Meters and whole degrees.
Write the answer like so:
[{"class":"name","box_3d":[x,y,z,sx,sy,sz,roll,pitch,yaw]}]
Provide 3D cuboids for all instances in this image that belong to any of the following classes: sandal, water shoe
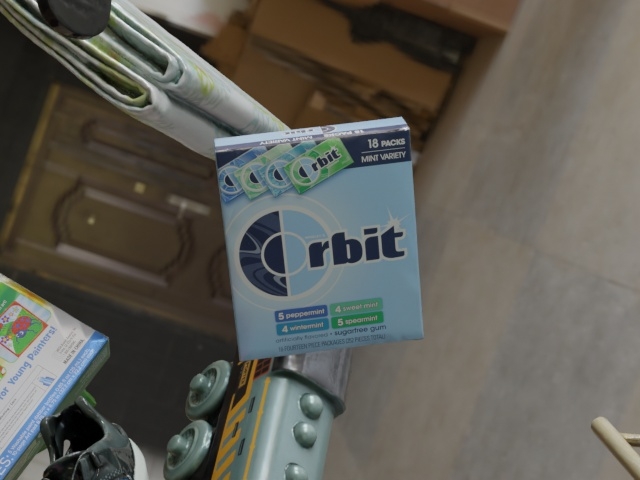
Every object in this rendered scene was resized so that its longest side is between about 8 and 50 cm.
[{"class":"sandal","box_3d":[-0.139,-0.208,0.799,0.040,0.067,0.179,-20,65,39]},{"class":"water shoe","box_3d":[-0.147,0.175,0.817,0.073,0.080,0.203,-34,27,2]}]

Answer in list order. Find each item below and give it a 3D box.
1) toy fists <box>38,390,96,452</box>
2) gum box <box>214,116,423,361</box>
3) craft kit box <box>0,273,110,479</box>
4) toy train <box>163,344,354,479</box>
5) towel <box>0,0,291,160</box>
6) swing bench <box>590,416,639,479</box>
[{"class":"toy fists","box_3d":[-0.403,0.201,1.504,0.279,0.142,0.096,-35,24,-7]},{"class":"gum box","box_3d":[0.000,0.000,1.080,0.041,0.157,0.184,-106,10,-69]},{"class":"craft kit box","box_3d":[-0.394,0.147,1.393,0.250,0.246,0.061,-55,-9,-27]},{"class":"toy train","box_3d":[-0.069,0.226,1.388,0.190,0.142,0.334,-36,28,39]},{"class":"towel","box_3d":[-0.203,-0.198,1.452,0.090,0.320,0.374,-51,-20,5]},{"class":"swing bench","box_3d":[0.329,0.332,1.190,0.255,0.165,0.253,-73,-15,-69]}]
